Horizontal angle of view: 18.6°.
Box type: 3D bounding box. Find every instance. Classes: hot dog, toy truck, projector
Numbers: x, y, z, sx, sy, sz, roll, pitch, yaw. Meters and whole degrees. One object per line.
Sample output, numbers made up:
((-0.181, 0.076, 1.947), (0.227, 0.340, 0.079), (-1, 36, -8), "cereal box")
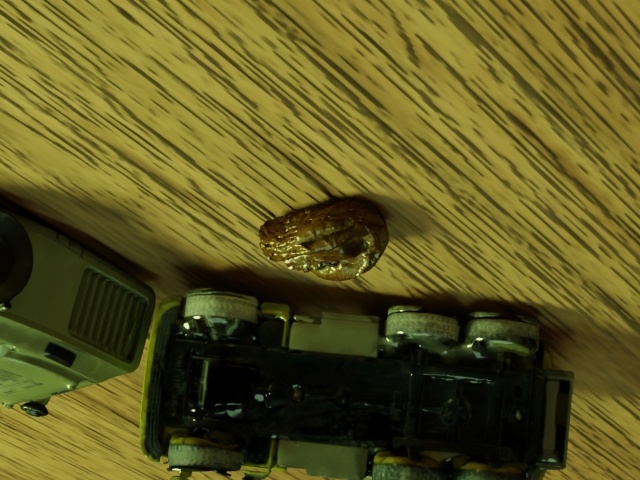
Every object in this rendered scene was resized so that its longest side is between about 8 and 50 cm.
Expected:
((0.000, 0.000, 1.137), (0.058, 0.035, 0.083), (24, 155, -39), "hot dog")
((0.026, 0.109, 1.287), (0.272, 0.124, 0.157), (5, 168, 6), "toy truck")
((-0.251, 0.032, 1.262), (0.269, 0.088, 0.193), (22, 159, -26), "projector")
